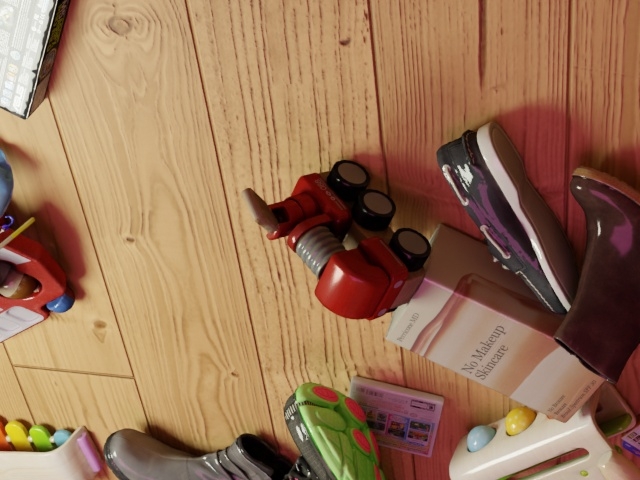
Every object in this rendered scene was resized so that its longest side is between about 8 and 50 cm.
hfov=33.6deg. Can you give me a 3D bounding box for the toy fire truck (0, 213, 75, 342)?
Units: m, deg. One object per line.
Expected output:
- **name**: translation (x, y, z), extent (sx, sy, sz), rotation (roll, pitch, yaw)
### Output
- **toy fire truck**: translation (-0.553, 0.073, 1.765), extent (0.302, 0.169, 0.254), rotation (-26, 142, 31)

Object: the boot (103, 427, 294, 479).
- **boot**: translation (-0.206, 0.405, 1.939), extent (0.338, 0.118, 0.223), rotation (34, 128, -24)

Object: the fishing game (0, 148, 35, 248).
- **fishing game**: translation (-0.565, -0.087, 1.625), extent (0.264, 0.189, 0.041), rotation (43, 168, 1)

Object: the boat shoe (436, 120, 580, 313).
- **boat shoe**: translation (0.262, -0.020, 1.443), extent (0.091, 0.114, 0.302), rotation (-21, 106, 30)

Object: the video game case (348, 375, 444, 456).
- **video game case**: translation (0.121, 0.299, 1.794), extent (0.157, 0.019, 0.143), rotation (12, 130, 8)

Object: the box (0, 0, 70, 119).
- **box**: translation (-0.465, -0.325, 1.465), extent (0.216, 0.060, 0.270), rotation (26, 130, -2)

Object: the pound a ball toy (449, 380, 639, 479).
- **pound a ball toy**: translation (0.342, 0.327, 1.619), extent (0.319, 0.208, 0.135), rotation (-33, 101, 36)

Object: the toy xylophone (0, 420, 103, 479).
- **toy xylophone**: translation (-0.587, 0.453, 2.105), extent (0.323, 0.081, 0.236), rotation (4, 128, 15)

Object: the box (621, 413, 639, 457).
- **box**: translation (0.534, 0.294, 1.651), extent (0.081, 0.028, 0.136), rotation (33, 132, -9)

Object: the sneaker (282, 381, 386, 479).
- **sneaker**: translation (0.014, 0.435, 1.794), extent (0.202, 0.185, 0.482), rotation (-11, 129, 8)

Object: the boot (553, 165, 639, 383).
- **boot**: translation (0.371, 0.047, 1.395), extent (0.248, 0.207, 0.090), rotation (42, 170, -22)

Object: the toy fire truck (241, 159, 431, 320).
- **toy fire truck**: translation (0.000, 0.000, 1.414), extent (0.217, 0.246, 0.158), rotation (51, 136, 26)

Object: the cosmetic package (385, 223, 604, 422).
- **cosmetic package**: translation (0.264, 0.121, 1.534), extent (0.296, 0.129, 0.153), rotation (25, 132, -1)
